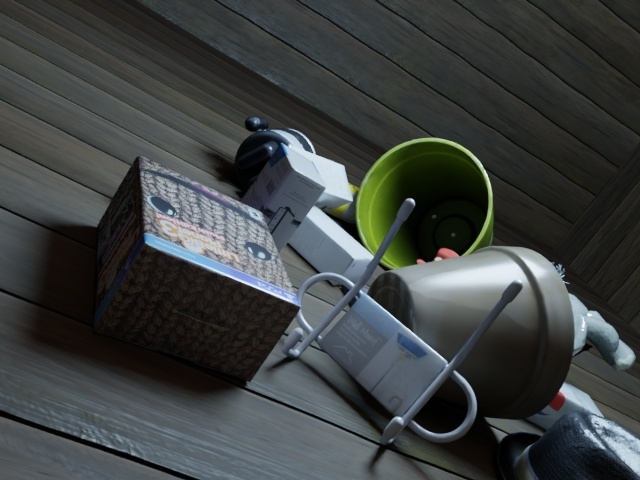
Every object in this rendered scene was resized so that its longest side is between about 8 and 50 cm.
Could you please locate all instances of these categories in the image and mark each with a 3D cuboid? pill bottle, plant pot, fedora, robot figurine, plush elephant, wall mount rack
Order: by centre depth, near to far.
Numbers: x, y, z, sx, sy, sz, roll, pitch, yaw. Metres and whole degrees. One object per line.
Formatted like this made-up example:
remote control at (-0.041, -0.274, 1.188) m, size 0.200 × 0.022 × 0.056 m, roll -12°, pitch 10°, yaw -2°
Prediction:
wall mount rack at (0.121, 0.127, 1.049) m, size 0.350 × 0.304 × 0.130 m, roll 40°, pitch -8°, yaw 19°
fedora at (0.462, 0.394, 1.136) m, size 0.334 × 0.152 × 0.334 m, roll 21°, pitch 18°, yaw -7°
plant pot at (0.236, 0.160, 1.245) m, size 0.280 × 0.323 × 0.323 m, roll 6°, pitch 28°, yaw -24°
plush elephant at (0.545, 0.247, 1.646) m, size 0.272 × 0.255 × 0.330 m, roll -5°, pitch -60°, yaw 50°
robot figurine at (-0.113, -0.192, 1.722) m, size 0.174 × 0.209 × 0.278 m, roll 14°, pitch 15°, yaw 11°
plant pot at (0.330, -0.052, 1.928) m, size 0.366 × 0.366 × 0.353 m, roll 43°, pitch 7°, yaw 27°
pill bottle at (0.072, -0.109, 1.937) m, size 0.184 × 0.103 × 0.103 m, roll 23°, pitch 20°, yaw -32°

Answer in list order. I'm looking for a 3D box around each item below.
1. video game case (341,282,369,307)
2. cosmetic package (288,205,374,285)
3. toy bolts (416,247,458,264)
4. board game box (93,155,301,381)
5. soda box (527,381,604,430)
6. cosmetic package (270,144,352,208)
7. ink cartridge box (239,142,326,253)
video game case at (0.184, 0.189, 1.467) m, size 0.274 × 0.026 × 0.196 m, roll 24°, pitch 20°, yaw -28°
cosmetic package at (0.000, 0.000, 1.546) m, size 0.231 × 0.085 × 0.117 m, roll 44°, pitch 19°, yaw 24°
toy bolts at (0.300, 0.150, 1.619) m, size 0.218 × 0.158 × 0.228 m, roll -20°, pitch 34°, yaw -19°
board game box at (-0.189, 0.033, 1.004) m, size 0.232 × 0.141 × 0.291 m, roll 25°, pitch 19°, yaw -28°
soda box at (0.461, 0.329, 1.481) m, size 0.286 × 0.091 × 0.098 m, roll 30°, pitch 18°, yaw -11°
cosmetic package at (-0.018, -0.143, 1.600) m, size 0.239 × 0.060 × 0.099 m, roll 12°, pitch 59°, yaw -57°
ink cartridge box at (-0.091, -0.071, 1.367) m, size 0.086 × 0.203 × 0.148 m, roll 28°, pitch 18°, yaw -25°
